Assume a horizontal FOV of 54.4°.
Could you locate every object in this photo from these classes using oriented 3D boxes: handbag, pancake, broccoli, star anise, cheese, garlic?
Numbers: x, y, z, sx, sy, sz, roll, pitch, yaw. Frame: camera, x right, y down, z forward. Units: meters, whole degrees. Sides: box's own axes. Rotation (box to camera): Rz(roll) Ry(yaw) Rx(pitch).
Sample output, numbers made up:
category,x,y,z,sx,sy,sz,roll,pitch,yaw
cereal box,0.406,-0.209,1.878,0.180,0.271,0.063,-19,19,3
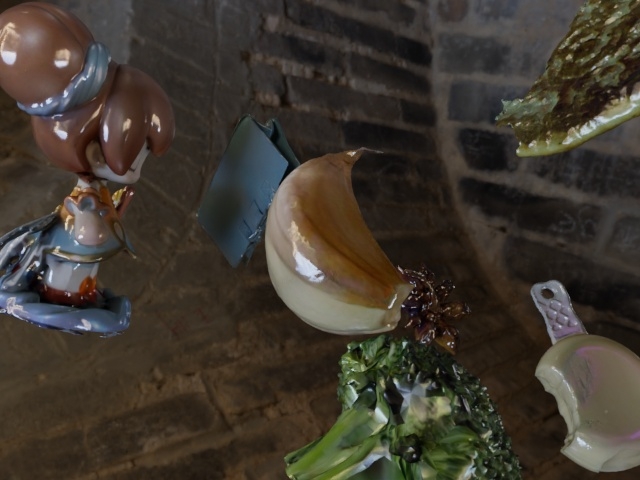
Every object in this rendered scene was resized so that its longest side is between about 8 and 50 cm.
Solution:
category,x,y,z,sx,sy,sz,roll,pitch,yaw
handbag,-0.115,-0.076,0.988,0.057,0.221,0.144,2,-136,-41
pancake,0.472,-0.295,0.993,0.066,0.427,0.305,32,-174,-31
broccoli,0.069,0.182,0.500,0.176,0.198,0.226,-33,-117,-32
star anise,0.176,0.109,1.001,0.167,0.168,0.057,-1,159,-41
cheese,0.379,0.182,0.902,0.163,0.082,0.287,-14,-125,-6
garlic,-0.003,-0.005,0.597,0.115,0.128,0.207,24,-136,-41

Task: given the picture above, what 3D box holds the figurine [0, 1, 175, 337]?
category,x,y,z,sx,sy,sz,roll,pitch,yaw
figurine,-0.338,-0.093,0.853,0.248,0.389,0.276,15,-176,-19
